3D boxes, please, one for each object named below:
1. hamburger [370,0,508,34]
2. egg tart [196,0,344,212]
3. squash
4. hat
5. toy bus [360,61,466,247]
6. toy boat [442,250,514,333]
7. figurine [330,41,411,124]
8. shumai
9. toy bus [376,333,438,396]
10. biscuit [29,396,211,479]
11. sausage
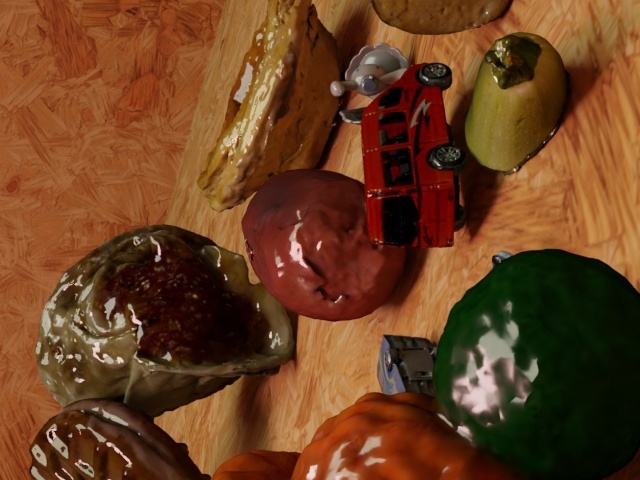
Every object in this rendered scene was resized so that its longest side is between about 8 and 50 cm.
[{"bbox_3d":[0.107,-0.287,1.038,0.131,0.159,0.185,-92,3,-54],"label":"hamburger"},{"bbox_3d":[-0.057,-0.192,1.555,0.352,0.150,0.352,-160,90,-78],"label":"egg tart"},{"bbox_3d":[0.156,-0.115,0.856,0.090,0.075,0.200,-58,-9,-7],"label":"squash"},{"bbox_3d":[0.076,0.210,0.660,0.400,0.285,0.285,-41,26,15],"label":"hat"},{"bbox_3d":[0.082,-0.082,1.008,0.195,0.089,0.081,-91,-4,-46],"label":"toy bus"},{"bbox_3d":[0.121,0.075,0.818,0.060,0.060,0.137,-151,76,-74],"label":"toy boat"},{"bbox_3d":[0.062,-0.172,1.247,0.086,0.094,0.082,-49,-55,-56],"label":"figurine"},{"bbox_3d":[-0.205,0.147,1.471,0.288,0.329,0.292,45,158,55],"label":"shumai"},{"bbox_3d":[0.083,0.132,0.928,0.153,0.051,0.061,-106,22,-62],"label":"toy bus"},{"bbox_3d":[-0.244,0.351,1.432,0.103,0.332,0.332,-35,-16,-41],"label":"biscuit"},{"bbox_3d":[0.000,0.000,1.165,0.279,0.152,0.152,-146,72,-73],"label":"sausage"}]
